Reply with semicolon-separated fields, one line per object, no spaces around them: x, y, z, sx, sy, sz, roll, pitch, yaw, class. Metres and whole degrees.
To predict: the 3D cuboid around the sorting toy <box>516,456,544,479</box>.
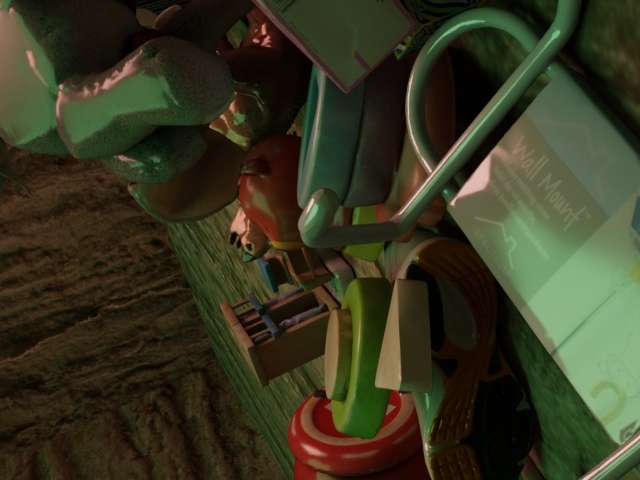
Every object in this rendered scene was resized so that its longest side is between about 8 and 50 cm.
0.191;0.270;0.949;0.274;0.046;0.132;56;165;35;sorting toy

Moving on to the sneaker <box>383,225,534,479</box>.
0.114;0.104;0.888;0.121;0.099;0.262;-124;22;-68;sneaker

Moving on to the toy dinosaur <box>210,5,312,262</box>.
-0.056;-0.146;1.054;0.200;0.127;0.295;41;138;40;toy dinosaur

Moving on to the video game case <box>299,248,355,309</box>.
0.011;0.078;1.376;0.227;0.026;0.206;46;157;57;video game case

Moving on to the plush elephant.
-0.166;-0.159;0.912;0.272;0.255;0.330;54;128;10;plush elephant

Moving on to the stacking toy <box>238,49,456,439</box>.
0.000;0.000;0.781;0.309;0.130;0.279;116;160;-71;stacking toy

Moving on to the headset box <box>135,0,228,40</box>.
-0.205;-0.343;1.149;0.246;0.131;0.283;-109;4;-51;headset box

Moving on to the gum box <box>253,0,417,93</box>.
-0.036;-0.182;0.586;0.188;0.062;0.107;41;-172;-44;gum box

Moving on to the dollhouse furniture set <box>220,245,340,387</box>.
-0.063;0.058;1.287;0.129;0.129;0.183;47;158;58;dollhouse furniture set

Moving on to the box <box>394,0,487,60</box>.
0.042;-0.209;0.657;0.168;0.054;0.059;64;167;6;box

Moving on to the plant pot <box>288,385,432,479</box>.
0.055;0.264;1.170;0.191;0.191;0.174;-137;28;-60;plant pot

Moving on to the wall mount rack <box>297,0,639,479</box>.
0.135;-0.026;0.487;0.304;0.130;0.350;-54;55;34;wall mount rack
